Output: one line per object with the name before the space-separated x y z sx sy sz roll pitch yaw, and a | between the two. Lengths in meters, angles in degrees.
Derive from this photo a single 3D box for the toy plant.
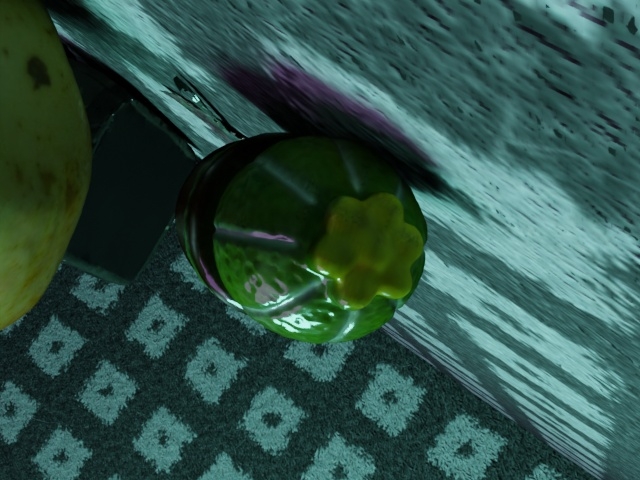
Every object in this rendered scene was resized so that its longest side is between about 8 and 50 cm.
toy plant | -0.009 -0.004 0.390 0.093 0.093 0.162 37 172 -20

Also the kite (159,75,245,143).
kite | -0.063 -0.073 0.589 0.139 0.011 0.157 31 175 22

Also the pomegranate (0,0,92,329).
pomegranate | -0.300 -0.082 0.515 0.342 0.342 0.342 35 176 3

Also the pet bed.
pet bed | -0.242 -0.075 0.839 0.159 0.183 0.211 27 175 19
